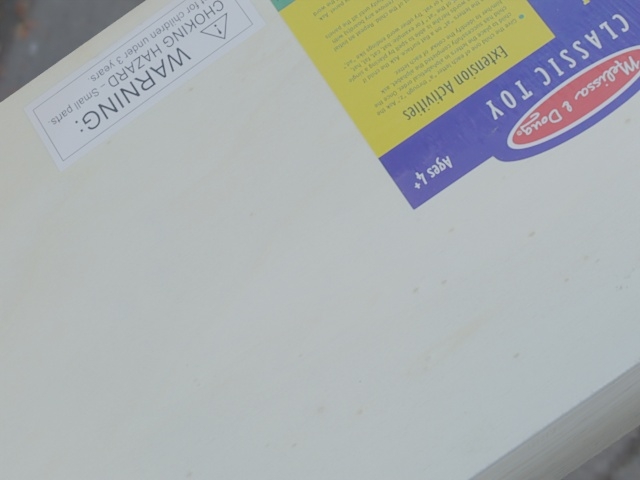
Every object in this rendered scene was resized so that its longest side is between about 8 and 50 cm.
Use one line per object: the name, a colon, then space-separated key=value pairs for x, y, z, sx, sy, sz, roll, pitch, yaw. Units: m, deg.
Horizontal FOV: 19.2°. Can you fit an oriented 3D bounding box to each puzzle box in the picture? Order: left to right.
puzzle box: x=0.000 y=0.000 z=0.746 sx=0.409 sy=0.052 sz=0.272 roll=-34 pitch=56 yaw=3
